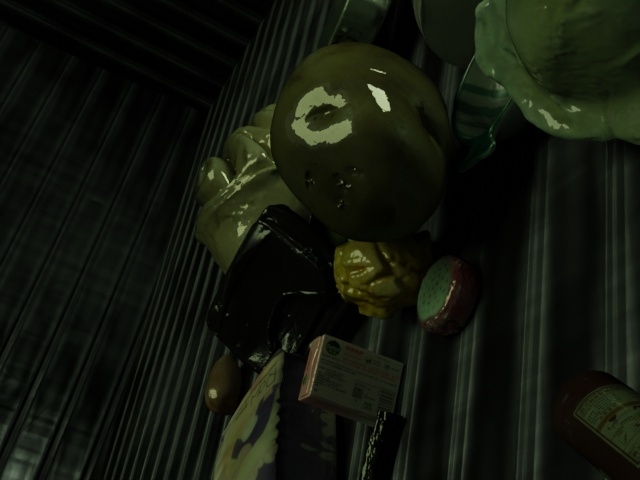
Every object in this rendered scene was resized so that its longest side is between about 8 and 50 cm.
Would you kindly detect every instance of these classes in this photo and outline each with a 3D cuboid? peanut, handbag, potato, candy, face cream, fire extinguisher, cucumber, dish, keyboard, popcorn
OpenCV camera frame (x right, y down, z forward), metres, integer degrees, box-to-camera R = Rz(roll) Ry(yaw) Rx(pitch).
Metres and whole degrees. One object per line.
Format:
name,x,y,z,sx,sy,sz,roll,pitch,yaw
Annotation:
peanut,-0.200,0.298,1.986,0.076,0.076,0.152,-55,23,36
handbag,-0.060,0.105,1.567,0.088,0.244,0.275,-12,-42,-57
potato,0.054,-0.138,1.254,0.221,0.243,0.326,-53,18,30
candy,0.159,0.069,1.203,0.103,0.043,0.103,-56,22,37
face cream,0.215,-0.345,1.331,0.177,0.177,0.153,-58,17,28
fire extinguisher,0.242,0.169,0.717,0.231,0.099,0.071,-130,43,-73
cucumber,0.069,0.296,1.209,0.039,0.043,0.163,7,73,29
dish,0.245,-0.187,1.205,0.224,0.078,0.246,-36,34,61
keyboard,0.000,0.000,1.662,0.195,0.018,0.060,73,-162,-59
popcorn,0.087,0.036,1.319,0.149,0.152,0.167,-19,14,24

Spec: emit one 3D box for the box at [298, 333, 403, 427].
box,0.041,0.188,1.274,0.043,0.125,0.089,-39,31,59

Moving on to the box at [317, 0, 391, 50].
box,0.101,-0.534,1.956,0.396,0.111,0.396,128,163,-75

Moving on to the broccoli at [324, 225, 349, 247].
broccoli,0.049,-0.142,1.575,0.302,0.186,0.254,-45,35,40

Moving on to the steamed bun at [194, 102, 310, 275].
steamed bun,-0.112,-0.083,1.792,0.339,0.248,0.352,-31,-49,-83

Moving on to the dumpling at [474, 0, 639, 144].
dumpling,0.288,-0.242,0.919,0.320,0.212,0.269,129,157,-72

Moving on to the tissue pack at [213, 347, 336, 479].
tissue pack,-0.071,0.355,1.406,0.242,0.125,0.343,-58,19,30
